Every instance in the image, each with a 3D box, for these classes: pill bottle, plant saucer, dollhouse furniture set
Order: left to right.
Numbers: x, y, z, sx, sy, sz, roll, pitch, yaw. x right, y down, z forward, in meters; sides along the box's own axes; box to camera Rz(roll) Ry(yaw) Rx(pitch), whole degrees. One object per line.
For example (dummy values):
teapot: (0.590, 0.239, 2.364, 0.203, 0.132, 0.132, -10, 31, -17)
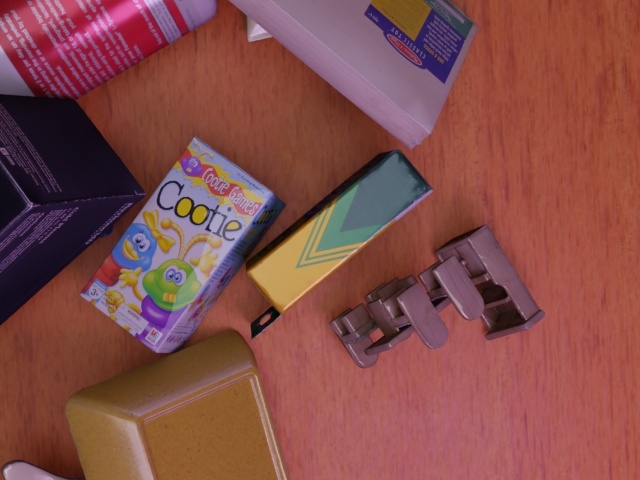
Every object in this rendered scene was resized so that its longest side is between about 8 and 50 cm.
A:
pill bottle: (-0.369, -0.313, 1.729, 0.408, 0.229, 0.229, -31, 94, -2)
plant saucer: (-0.164, 0.323, 1.747, 0.333, 0.081, 0.332, -20, 95, -45)
dollhouse furniture set: (0.178, 0.112, 1.802, 0.242, 0.212, 0.161, -34, 93, -29)

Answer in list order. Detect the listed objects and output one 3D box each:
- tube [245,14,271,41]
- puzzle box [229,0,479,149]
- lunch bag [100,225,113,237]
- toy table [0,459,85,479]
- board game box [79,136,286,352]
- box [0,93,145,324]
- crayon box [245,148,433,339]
tube: (-0.086, -0.420, 1.833, 0.070, 0.062, 0.240, -6, 100, 35)
puzzle box: (0.027, -0.341, 1.736, 0.409, 0.052, 0.272, 39, 46, -13)
lunch bag: (-0.342, -0.044, 1.827, 0.067, 0.065, 0.098, 0, 92, -21)
toy table: (-0.339, 0.403, 1.776, 0.161, 0.252, 0.274, -21, 86, -20)
board game box: (-0.194, 0.010, 1.789, 0.142, 0.144, 0.275, 36, 89, 8)
box: (-0.456, -0.015, 1.598, 0.343, 0.312, 0.179, -40, 82, 15)
crayon box: (0.000, 0.000, 1.783, 0.323, 0.203, 0.083, -40, 94, -2)
